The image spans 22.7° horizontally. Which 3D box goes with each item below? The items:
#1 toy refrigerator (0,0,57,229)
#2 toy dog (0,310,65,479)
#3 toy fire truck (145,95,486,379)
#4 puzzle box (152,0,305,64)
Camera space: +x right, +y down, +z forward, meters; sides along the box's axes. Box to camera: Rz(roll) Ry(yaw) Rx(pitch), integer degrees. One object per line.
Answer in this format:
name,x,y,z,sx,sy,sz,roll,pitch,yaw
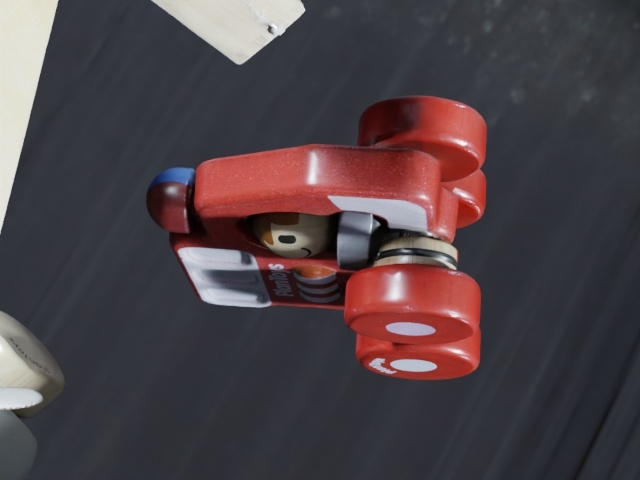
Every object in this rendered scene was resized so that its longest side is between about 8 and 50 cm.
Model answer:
toy refrigerator,-0.146,-0.093,0.532,0.102,0.269,0.094,-8,153,41
toy dog,-0.260,0.154,1.057,0.161,0.220,0.333,44,-157,10
toy fire truck,0.000,0.000,1.241,0.254,0.169,0.302,2,163,6
puzzle box,-0.159,-0.303,0.865,0.272,0.052,0.409,33,-153,-49
